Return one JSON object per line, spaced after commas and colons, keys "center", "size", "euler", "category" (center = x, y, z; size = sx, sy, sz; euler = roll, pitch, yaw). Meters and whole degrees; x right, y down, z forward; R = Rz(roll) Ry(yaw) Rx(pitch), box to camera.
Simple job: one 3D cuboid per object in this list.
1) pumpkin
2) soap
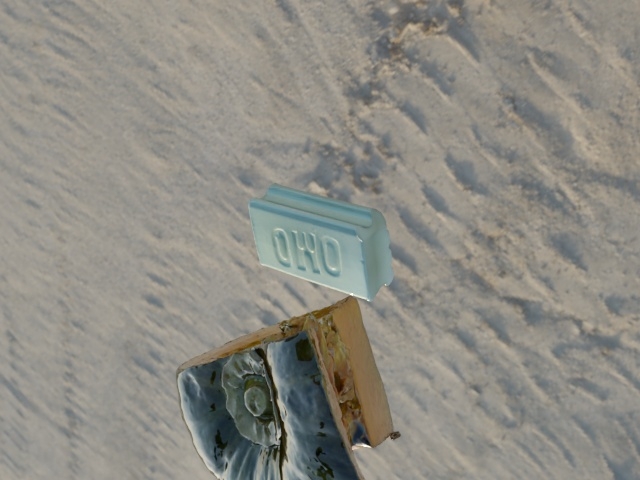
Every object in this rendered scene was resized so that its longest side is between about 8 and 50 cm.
{"center": [0.004, 0.126, 0.655], "size": [0.280, 0.190, 0.139], "euler": [-22, 85, 56], "category": "pumpkin"}
{"center": [0.000, 0.000, 1.111], "size": [0.198, 0.066, 0.119], "euler": [16, 131, 34], "category": "soap"}
